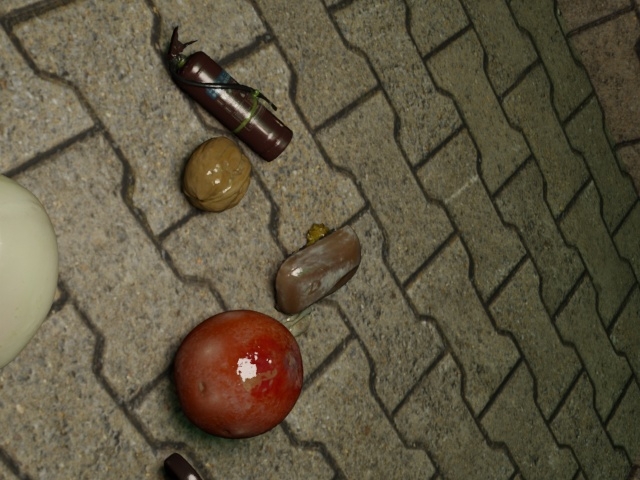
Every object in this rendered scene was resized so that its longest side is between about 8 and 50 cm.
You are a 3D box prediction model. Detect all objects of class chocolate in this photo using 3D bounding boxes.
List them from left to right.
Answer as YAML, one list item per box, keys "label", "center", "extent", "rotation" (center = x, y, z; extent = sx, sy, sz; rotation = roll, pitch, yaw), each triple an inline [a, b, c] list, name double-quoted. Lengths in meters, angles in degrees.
- label: "chocolate"
  center: [0.010, 0.078, 1.347]
  extent: [0.261, 0.083, 0.161]
  rotation: [-32, 136, -30]

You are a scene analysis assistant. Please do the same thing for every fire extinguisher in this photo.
- label: "fire extinguisher"
  center: [-0.209, -0.330, 1.267]
  extent: [0.341, 0.105, 0.141]
  rotation: [40, 50, -25]

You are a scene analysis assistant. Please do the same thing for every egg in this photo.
- label: "egg"
  center: [-0.564, 0.045, 0.883]
  extent: [0.283, 0.283, 0.345]
  rotation: [-9, 103, -35]

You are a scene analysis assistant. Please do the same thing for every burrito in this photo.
- label: "burrito"
  center: [-0.076, 0.210, 1.339]
  extent: [0.149, 0.041, 0.055]
  rotation: [-28, 123, -37]

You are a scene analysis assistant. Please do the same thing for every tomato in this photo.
- label: "tomato"
  center: [-0.158, 0.272, 1.154]
  extent: [0.265, 0.265, 0.265]
  rotation: [4, 83, -34]

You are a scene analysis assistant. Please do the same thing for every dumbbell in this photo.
- label: "dumbbell"
  center: [-0.327, 0.530, 1.078]
  extent: [0.124, 0.140, 0.225]
  rotation: [39, 54, 24]

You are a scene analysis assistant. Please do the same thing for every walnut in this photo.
- label: "walnut"
  center: [-0.224, -0.139, 1.216]
  extent: [0.166, 0.149, 0.166]
  rotation: [4, 90, -67]

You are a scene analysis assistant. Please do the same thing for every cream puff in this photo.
- label: "cream puff"
  center: [0.000, 0.000, 1.400]
  extent: [0.083, 0.058, 0.083]
  rotation: [-46, 111, -26]
